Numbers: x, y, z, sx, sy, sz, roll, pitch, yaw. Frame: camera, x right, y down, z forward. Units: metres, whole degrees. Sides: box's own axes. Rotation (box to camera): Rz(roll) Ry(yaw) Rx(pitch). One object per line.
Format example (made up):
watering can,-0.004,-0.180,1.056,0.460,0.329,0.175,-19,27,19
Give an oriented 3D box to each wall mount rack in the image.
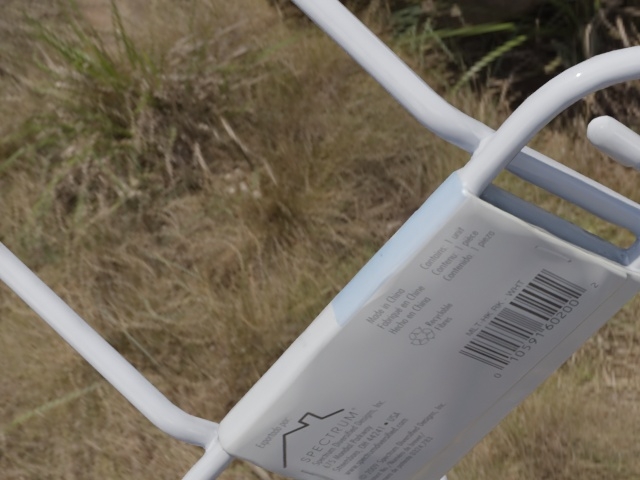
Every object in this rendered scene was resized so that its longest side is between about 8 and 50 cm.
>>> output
wall mount rack,0.000,0.000,0.527,0.350,0.304,0.130,-49,35,27
